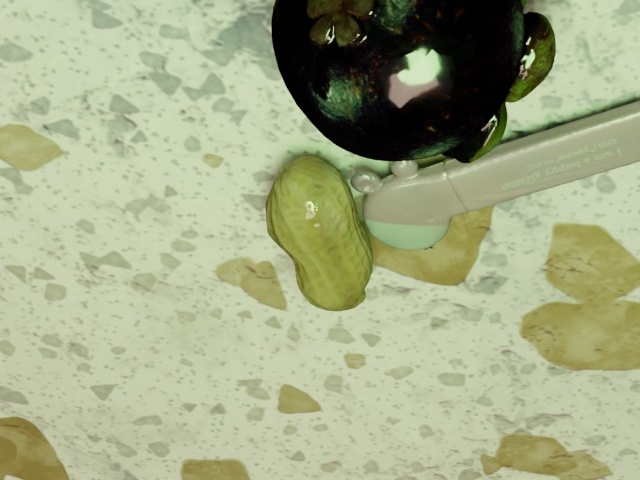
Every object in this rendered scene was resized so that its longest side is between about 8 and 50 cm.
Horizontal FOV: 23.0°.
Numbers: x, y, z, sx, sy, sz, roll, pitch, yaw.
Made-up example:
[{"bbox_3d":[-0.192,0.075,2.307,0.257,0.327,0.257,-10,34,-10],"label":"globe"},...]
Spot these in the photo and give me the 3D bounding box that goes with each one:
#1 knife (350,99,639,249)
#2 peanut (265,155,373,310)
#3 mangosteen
[{"bbox_3d":[0.221,-0.081,1.573,0.399,0.038,0.132,-16,135,22],"label":"knife"},{"bbox_3d":[0.000,0.000,1.650,0.099,0.090,0.214,-10,134,13],"label":"peanut"},{"bbox_3d":[0.086,-0.173,1.372,0.243,0.243,0.243,4,138,3],"label":"mangosteen"}]
